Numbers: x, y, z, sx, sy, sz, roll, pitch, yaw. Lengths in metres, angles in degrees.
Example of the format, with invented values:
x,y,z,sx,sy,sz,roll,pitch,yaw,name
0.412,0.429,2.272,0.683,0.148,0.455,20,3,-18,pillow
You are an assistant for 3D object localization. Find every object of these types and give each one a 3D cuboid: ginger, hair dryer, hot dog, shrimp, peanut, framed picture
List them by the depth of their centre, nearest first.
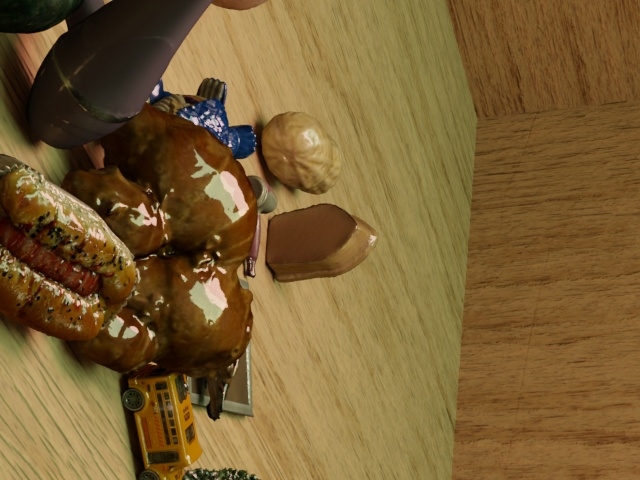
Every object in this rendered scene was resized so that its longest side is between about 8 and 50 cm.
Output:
x,y,z,sx,sy,sz,roll,pitch,yaw,name
-0.291,0.016,1.496,0.144,0.075,0.268,-49,141,-5,hot dog
-0.245,-0.310,1.616,0.121,0.301,0.361,14,46,-44,hair dryer
-0.200,0.000,1.726,0.274,0.152,0.358,-2,97,-40,ginger
-0.148,0.112,1.992,0.145,0.059,0.254,55,33,-55,shrimp
-0.152,0.144,2.104,0.274,0.017,0.217,36,50,-69,framed picture
-0.106,-0.018,2.282,0.106,0.054,0.154,47,51,-71,hair dryer
-0.027,-0.139,2.457,0.257,0.123,0.124,46,41,-70,peanut

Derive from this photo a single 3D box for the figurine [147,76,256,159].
x,y,z,sx,sy,sz,roll,pitch,yaw,name
-0.197,-0.148,1.884,0.262,0.121,0.164,11,37,-55,figurine

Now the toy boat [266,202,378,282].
x,y,z,sx,sy,sz,roll,pitch,yaw,name
0.000,0.000,2.375,0.061,0.188,0.116,47,40,-51,toy boat

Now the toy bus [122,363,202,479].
x,y,z,sx,sy,sz,roll,pitch,yaw,name
-0.196,0.240,1.819,0.069,0.074,0.162,-44,125,-71,toy bus

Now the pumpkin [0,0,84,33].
x,y,z,sx,sy,sz,roll,pitch,yaw,name
-0.309,-0.317,1.483,0.211,0.152,0.212,6,90,-84,pumpkin

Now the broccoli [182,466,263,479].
x,y,z,sx,sy,sz,roll,pitch,yaw,name
-0.115,0.414,1.927,0.219,0.194,0.194,40,-29,55,broccoli

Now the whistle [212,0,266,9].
x,y,z,sx,sy,sz,roll,pitch,yaw,name
-0.164,-0.460,2.089,0.348,0.189,0.189,38,44,-38,whistle
